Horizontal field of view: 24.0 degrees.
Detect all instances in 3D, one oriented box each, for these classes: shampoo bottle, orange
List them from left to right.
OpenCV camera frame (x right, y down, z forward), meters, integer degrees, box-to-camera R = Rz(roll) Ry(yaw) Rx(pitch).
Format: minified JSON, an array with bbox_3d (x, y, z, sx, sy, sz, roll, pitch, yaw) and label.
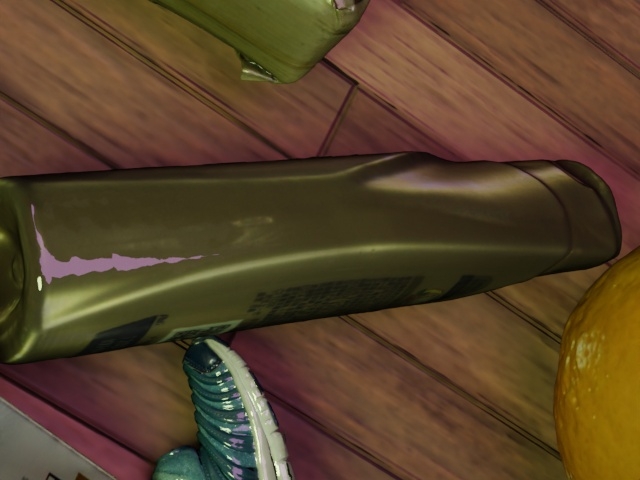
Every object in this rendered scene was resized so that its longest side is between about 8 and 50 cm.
[{"bbox_3d":[0.000,0.000,0.767,0.350,0.125,0.084,-6,80,-30],"label":"shampoo bottle"},{"bbox_3d":[0.236,0.092,0.821,0.219,0.193,0.219,1,97,4],"label":"orange"}]

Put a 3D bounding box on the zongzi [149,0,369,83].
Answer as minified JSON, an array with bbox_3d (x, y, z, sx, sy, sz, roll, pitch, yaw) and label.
[{"bbox_3d":[-0.059,-0.236,0.802,0.228,0.115,0.256,28,62,-14],"label":"zongzi"}]

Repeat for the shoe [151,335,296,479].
[{"bbox_3d":[-0.049,0.118,0.759,0.071,0.064,0.143,-11,78,-9],"label":"shoe"}]

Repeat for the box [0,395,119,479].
[{"bbox_3d":[-0.151,0.097,0.664,0.218,0.040,0.055,46,60,-43],"label":"box"}]
